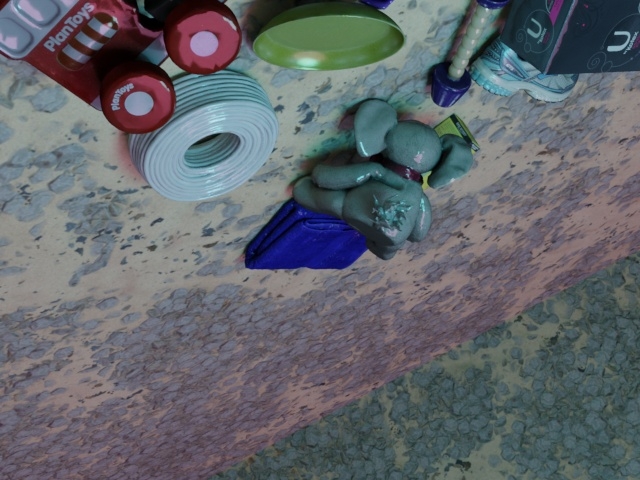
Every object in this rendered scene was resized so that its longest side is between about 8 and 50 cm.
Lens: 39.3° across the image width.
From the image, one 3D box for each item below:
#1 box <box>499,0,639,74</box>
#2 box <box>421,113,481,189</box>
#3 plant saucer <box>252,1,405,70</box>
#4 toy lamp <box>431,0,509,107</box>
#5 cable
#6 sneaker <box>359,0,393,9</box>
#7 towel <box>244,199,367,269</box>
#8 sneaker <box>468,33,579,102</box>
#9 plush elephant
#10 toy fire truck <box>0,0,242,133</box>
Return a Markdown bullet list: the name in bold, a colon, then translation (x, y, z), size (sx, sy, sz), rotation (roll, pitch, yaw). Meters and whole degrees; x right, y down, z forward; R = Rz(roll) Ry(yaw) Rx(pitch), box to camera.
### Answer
- **box**: translation (0.493, -0.408, 1.639), size (0.270, 0.143, 0.165), rotation (-9, 132, -29)
- **box**: translation (0.224, -0.167, 1.934), size (0.232, 0.087, 0.058), rotation (-37, 153, 16)
- **plant saucer**: translation (0.013, -0.323, 1.412), size (0.241, 0.037, 0.241), rotation (-2, 172, 0)
- **toy lamp**: translation (0.266, -0.354, 1.649), size (0.080, 0.080, 0.275), rotation (-15, 149, -24)
- **cable**: translation (-0.197, -0.173, 1.520), size (0.257, 0.089, 0.257), rotation (-39, 151, 23)
- **sneaker**: translation (0.045, -0.409, 1.309), size (0.095, 0.105, 0.236), rotation (-38, 151, 22)
- **towel**: translation (0.000, 0.000, 2.033), size (0.308, 0.076, 0.228), rotation (2, 141, -45)
- **sneaker**: translation (0.431, -0.350, 1.777), size (0.283, 0.110, 0.122), rotation (-7, 143, -37)
- **plush elephant**: translation (0.140, -0.133, 1.777), size (0.255, 0.272, 0.330), rotation (-61, -166, -11)
- **toy fire truck**: translation (-0.259, -0.305, 1.169), size (0.302, 0.169, 0.254), rotation (-39, 133, 20)
